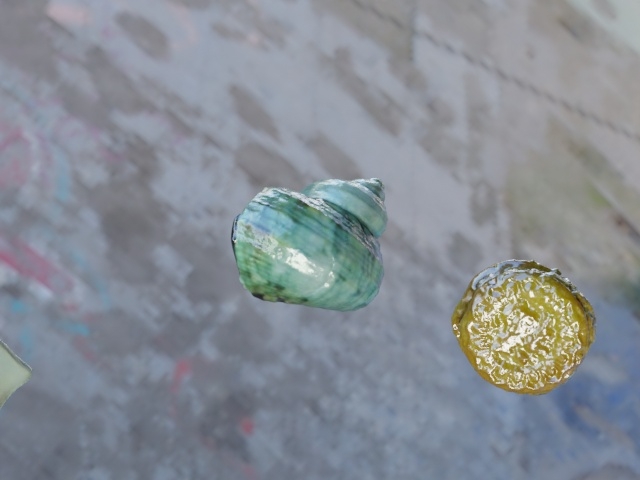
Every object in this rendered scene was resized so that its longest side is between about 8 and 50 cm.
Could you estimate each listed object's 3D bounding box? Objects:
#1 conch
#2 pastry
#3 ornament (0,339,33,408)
[{"bbox_3d":[0.001,0.000,1.931,0.176,0.122,0.188,52,33,-11],"label":"conch"},{"bbox_3d":[0.151,0.066,1.342,0.109,0.097,0.057,1,14,8],"label":"pastry"},{"bbox_3d":[-0.275,0.055,1.227,0.130,0.120,0.285,12,53,-53],"label":"ornament"}]
